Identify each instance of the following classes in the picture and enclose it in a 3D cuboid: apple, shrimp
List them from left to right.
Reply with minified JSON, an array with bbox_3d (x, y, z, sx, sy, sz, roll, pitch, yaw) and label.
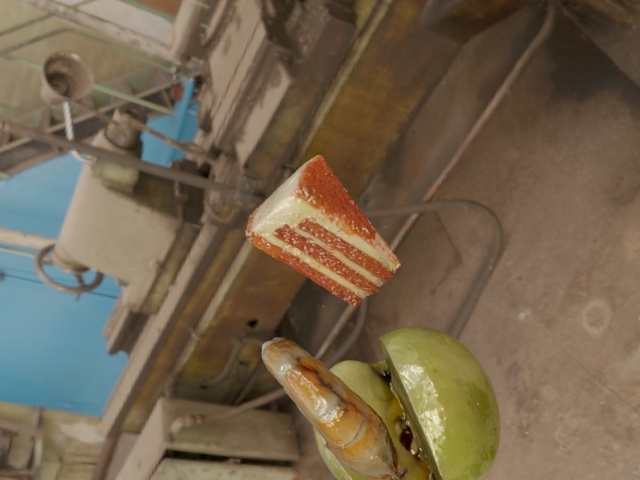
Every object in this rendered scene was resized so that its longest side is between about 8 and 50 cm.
[{"bbox_3d":[0.019,0.193,0.773,0.063,0.287,0.152,-46,47,-13],"label":"shrimp"},{"bbox_3d":[0.136,0.279,1.108,0.292,0.291,0.254,-48,60,42],"label":"apple"}]

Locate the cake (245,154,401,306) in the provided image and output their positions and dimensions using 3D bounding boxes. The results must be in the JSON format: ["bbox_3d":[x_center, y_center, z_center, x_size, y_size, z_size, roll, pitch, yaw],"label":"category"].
[{"bbox_3d":[0.000,0.000,1.259,0.262,0.159,0.158,52,123,8],"label":"cake"}]

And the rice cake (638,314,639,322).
[{"bbox_3d":[0.687,0.106,1.436,0.256,0.057,0.052,-37,-11,-48],"label":"rice cake"}]
